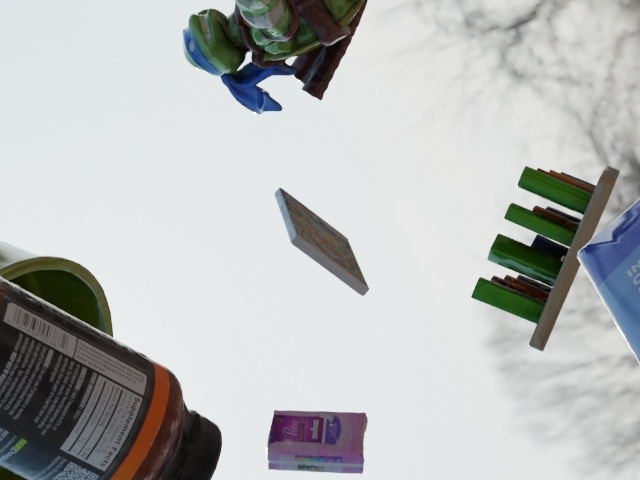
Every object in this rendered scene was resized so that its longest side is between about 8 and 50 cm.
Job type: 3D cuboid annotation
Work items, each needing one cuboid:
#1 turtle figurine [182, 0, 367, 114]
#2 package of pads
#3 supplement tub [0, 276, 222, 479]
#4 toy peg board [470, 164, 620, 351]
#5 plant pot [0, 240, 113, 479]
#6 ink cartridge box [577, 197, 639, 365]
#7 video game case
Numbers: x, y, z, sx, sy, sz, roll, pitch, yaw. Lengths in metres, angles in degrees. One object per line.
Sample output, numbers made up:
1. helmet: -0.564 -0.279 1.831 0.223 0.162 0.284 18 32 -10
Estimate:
1. turtle figurine: -0.014 -0.242 1.268 0.275 0.266 0.198 65 -169 -6
2. package of pads: -0.003 0.168 1.478 0.050 0.083 0.032 -83 -7 -47
3. supplement tub: -0.160 0.105 1.115 0.198 0.106 0.106 32 -147 -25
4. toy peg board: 0.201 0.001 1.591 0.160 0.079 0.161 -29 -38 -78
5. plant pot: -0.426 0.115 1.502 0.366 0.353 0.366 -50 -25 -35
6. ink cartridge box: 0.265 0.093 0.740 0.270 0.151 0.395 47 -168 -16
7. video game case: 0.000 0.000 1.610 0.087 0.011 0.122 37 -168 -21
